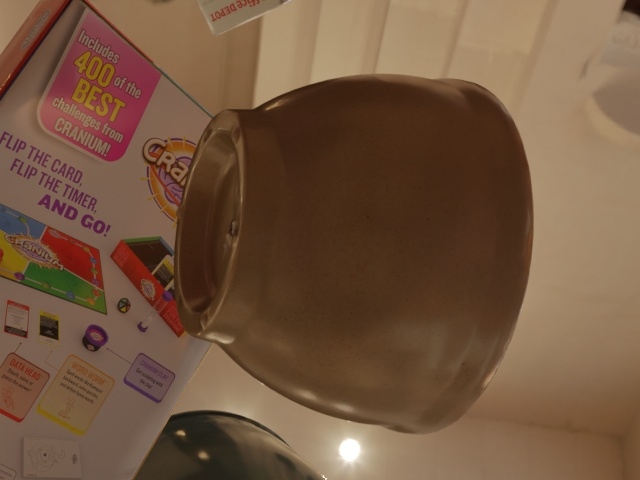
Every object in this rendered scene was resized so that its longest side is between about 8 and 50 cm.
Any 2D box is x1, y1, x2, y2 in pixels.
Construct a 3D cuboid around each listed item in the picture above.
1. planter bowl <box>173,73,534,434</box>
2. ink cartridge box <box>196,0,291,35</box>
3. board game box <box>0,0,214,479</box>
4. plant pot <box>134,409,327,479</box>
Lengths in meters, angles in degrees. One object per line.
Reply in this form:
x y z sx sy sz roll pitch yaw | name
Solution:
0.000 0.000 0.419 0.109 0.162 0.162 8 -136 -24 | planter bowl
-0.082 -0.295 0.904 0.072 0.127 0.175 -36 -73 -33 | ink cartridge box
-0.180 0.027 0.680 0.064 0.242 0.316 9 -116 51 | board game box
-0.072 0.307 0.860 0.272 0.255 0.271 0 -90 -25 | plant pot
